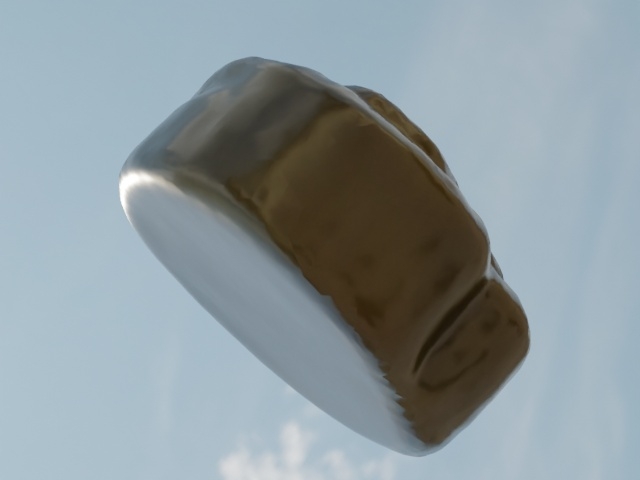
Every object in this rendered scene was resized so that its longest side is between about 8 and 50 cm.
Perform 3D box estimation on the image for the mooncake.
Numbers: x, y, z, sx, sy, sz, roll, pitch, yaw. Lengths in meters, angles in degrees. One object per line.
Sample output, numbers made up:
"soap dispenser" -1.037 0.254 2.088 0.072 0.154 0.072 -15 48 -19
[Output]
"mooncake" 0.000 0.000 0.907 0.117 0.235 0.235 -47 -46 -13
